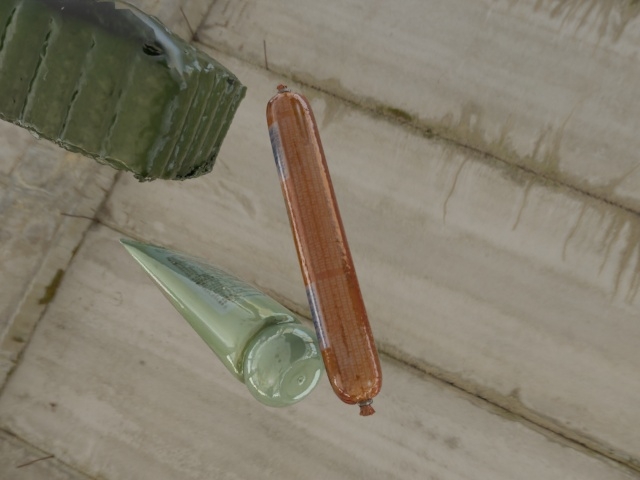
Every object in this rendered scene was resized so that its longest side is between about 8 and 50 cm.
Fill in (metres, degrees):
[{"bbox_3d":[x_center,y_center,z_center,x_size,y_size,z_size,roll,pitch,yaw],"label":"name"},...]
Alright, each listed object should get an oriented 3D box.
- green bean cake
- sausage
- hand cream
[{"bbox_3d":[-0.285,-0.237,0.909,0.319,0.335,0.218,25,-77,0],"label":"green bean cake"},{"bbox_3d":[0.000,0.000,0.634,0.053,0.053,0.347,-15,-105,2],"label":"sausage"},{"bbox_3d":[-0.114,0.075,0.753,0.306,0.147,0.093,37,-77,41],"label":"hand cream"}]
